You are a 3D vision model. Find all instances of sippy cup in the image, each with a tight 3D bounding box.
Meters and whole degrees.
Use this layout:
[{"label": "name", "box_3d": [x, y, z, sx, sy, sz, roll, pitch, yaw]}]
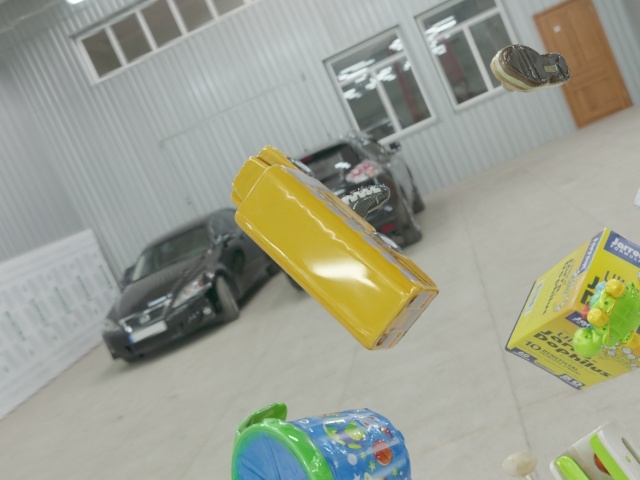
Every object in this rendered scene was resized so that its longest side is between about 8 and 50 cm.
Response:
[{"label": "sippy cup", "box_3d": [0.015, 0.371, 1.149, 0.224, 0.305, 0.240, -9, -25, -41]}]

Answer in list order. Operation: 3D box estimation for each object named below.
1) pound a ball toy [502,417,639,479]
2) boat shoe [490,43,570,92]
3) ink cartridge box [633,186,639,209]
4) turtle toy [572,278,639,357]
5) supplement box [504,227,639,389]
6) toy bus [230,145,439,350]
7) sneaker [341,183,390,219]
[{"label": "pound a ball toy", "box_3d": [0.507, 0.462, 1.285, 0.136, 0.319, 0.208, -6, -36, -52]}, {"label": "boat shoe", "box_3d": [0.303, -0.247, 1.104, 0.190, 0.068, 0.072, -4, -12, -45]}, {"label": "ink cartridge box", "box_3d": [0.639, -0.145, 1.145, 0.197, 0.272, 0.114, 22, 7, 26]}, {"label": "turtle toy", "box_3d": [0.415, 0.114, 1.061, 0.130, 0.095, 0.066, -57, 20, -1]}, {"label": "supplement box", "box_3d": [0.557, 0.154, 1.508, 0.195, 0.194, 0.356, -59, -5, -21]}, {"label": "toy bus", "box_3d": [0.000, 0.000, 0.991, 0.108, 0.333, 0.130, -54, -24, 14]}, {"label": "sneaker", "box_3d": [0.037, -0.022, 1.347, 0.234, 0.106, 0.078, -27, 2, -18]}]
